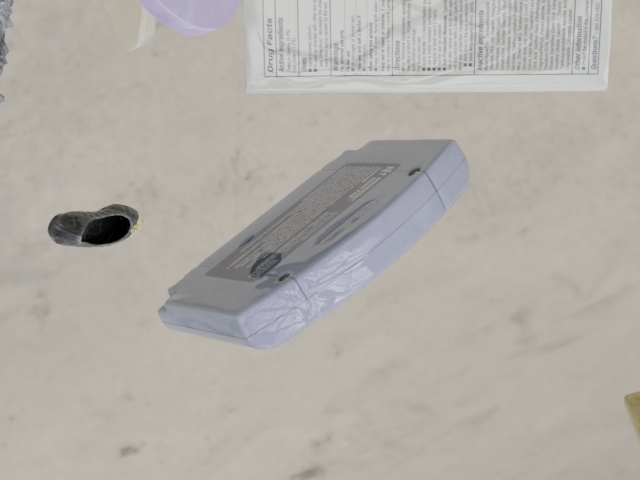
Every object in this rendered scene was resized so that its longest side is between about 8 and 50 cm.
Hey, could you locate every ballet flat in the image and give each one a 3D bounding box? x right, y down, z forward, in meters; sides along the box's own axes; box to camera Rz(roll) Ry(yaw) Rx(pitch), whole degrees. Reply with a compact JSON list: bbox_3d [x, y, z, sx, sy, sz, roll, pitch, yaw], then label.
[{"bbox_3d":[-0.266,-0.011,1.798,0.173,0.049,0.057,-10,125,-62],"label":"ballet flat"}]

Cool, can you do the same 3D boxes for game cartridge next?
[{"bbox_3d":[0.000,0.000,1.429,0.297,0.198,0.062,-39,116,-25],"label":"game cartridge"}]

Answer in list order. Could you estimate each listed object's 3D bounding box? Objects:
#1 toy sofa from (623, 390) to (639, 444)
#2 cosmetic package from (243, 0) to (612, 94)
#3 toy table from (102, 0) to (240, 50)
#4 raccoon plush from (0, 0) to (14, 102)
[{"bbox_3d":[0.417,0.121,1.375,0.177,0.150,0.362,-12,149,-8],"label":"toy sofa"},{"bbox_3d":[0.089,-0.213,1.265,0.309,0.113,0.160,1,110,2],"label":"cosmetic package"},{"bbox_3d":[-0.219,-0.347,1.670,0.252,0.274,0.161,-17,-177,-43],"label":"toy table"},{"bbox_3d":[-0.213,-0.221,0.693,0.216,0.446,0.299,14,149,-18],"label":"raccoon plush"}]
